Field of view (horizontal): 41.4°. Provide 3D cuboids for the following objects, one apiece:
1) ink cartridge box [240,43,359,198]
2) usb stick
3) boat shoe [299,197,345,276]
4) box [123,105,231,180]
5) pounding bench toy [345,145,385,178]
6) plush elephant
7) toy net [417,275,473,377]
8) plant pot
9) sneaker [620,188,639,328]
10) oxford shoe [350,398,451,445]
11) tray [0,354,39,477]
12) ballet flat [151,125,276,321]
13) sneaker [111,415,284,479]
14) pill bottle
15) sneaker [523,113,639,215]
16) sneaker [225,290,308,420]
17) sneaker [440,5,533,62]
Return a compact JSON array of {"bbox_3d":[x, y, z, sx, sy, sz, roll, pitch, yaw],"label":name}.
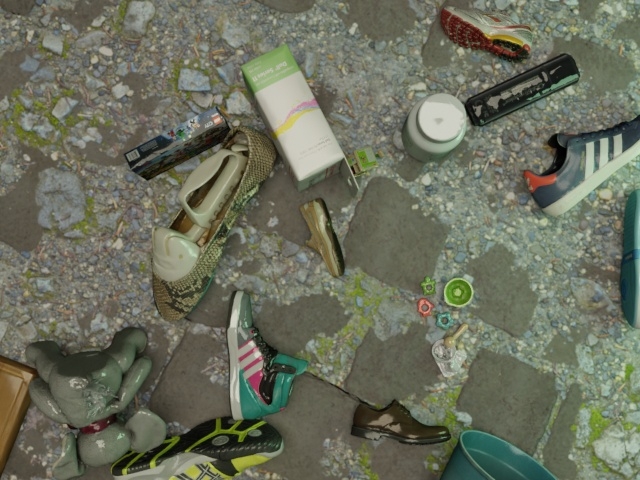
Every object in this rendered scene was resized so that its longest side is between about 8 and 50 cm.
[{"bbox_3d":[-0.045,-0.234,1.896,0.119,0.207,0.353,-27,87,-3],"label":"ink cartridge box"},{"bbox_3d":[0.473,-0.351,1.980,0.278,0.045,0.077,-25,94,-1],"label":"usb stick"},{"bbox_3d":[0.000,0.000,1.962,0.072,0.068,0.190,-19,77,12],"label":"boat shoe"},{"bbox_3d":[-0.317,-0.217,1.922,0.233,0.159,0.044,-28,85,-1],"label":"box"},{"bbox_3d":[0.102,-0.184,1.969,0.083,0.065,0.052,-20,86,-32],"label":"pounding bench toy"},{"bbox_3d":[-0.487,0.373,1.854,0.272,0.330,0.255,-10,112,-17],"label":"plush elephant"},{"bbox_3d":[0.285,0.200,1.952,0.122,0.045,0.232,3,87,0],"label":"toy net"},{"bbox_3d":[0.360,0.597,1.835,0.272,0.271,0.255,28,102,2],"label":"plant pot"},{"bbox_3d":[0.799,0.047,1.916,0.208,0.127,0.318,5,88,2],"label":"sneaker"},{"bbox_3d":[0.188,0.413,1.925,0.227,0.083,0.096,9,83,0],"label":"oxford shoe"},{"bbox_3d":[-0.815,0.459,1.936,0.203,0.076,0.410,21,87,1],"label":"tray"},{"bbox_3d":[-0.274,-0.052,1.900,0.164,0.182,0.482,30,88,29],"label":"ballet flat"},{"bbox_3d":[-0.267,0.507,1.914,0.385,0.145,0.147,-13,108,2],"label":"sneaker"},{"bbox_3d":[0.254,-0.253,1.884,0.131,0.229,0.131,0,87,0],"label":"pill bottle"},{"bbox_3d":[0.616,-0.214,1.927,0.350,0.131,0.148,-40,92,-1],"label":"sneaker"},{"bbox_3d":[-0.117,0.258,1.912,0.179,0.124,0.295,-2,93,4],"label":"sneaker"},{"bbox_3d":[0.387,-0.495,1.979,0.225,0.088,0.092,22,67,2],"label":"sneaker"}]
